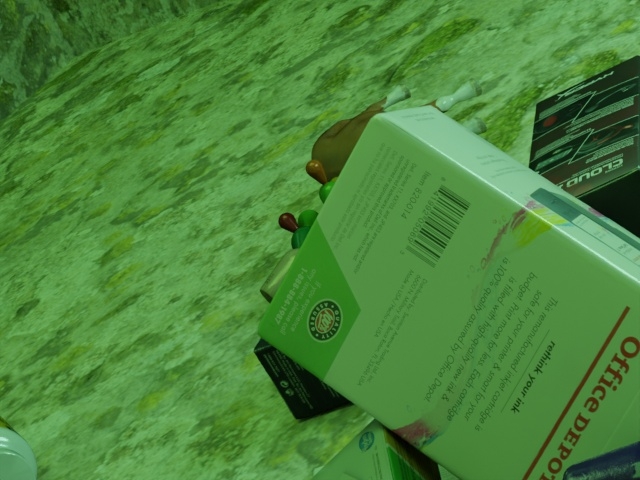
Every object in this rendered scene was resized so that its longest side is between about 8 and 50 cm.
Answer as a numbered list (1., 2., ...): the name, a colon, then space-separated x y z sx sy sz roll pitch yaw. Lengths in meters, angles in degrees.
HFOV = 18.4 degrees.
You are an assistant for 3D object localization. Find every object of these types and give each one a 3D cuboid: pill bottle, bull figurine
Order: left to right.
1. pill bottle: -0.368 0.245 2.153 0.103 0.103 0.184 -35 19 -14
2. bull figurine: 0.099 -0.116 2.413 0.188 0.101 0.310 -33 20 -21

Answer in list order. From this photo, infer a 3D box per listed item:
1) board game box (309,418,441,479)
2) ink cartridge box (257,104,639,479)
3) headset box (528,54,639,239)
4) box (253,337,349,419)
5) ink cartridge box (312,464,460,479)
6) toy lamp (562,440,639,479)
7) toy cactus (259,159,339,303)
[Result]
1. board game box: -0.036 0.296 1.438 0.316 0.064 0.242 -44 16 12
2. ink cartridge box: 0.155 0.076 1.478 0.207 0.353 0.119 -61 -20 18
3. headset box: 0.268 0.003 1.650 0.110 0.218 0.293 -25 19 19
4. box: 0.039 0.084 1.980 0.158 0.093 0.156 -21 20 27
5. ink cartridge box: 0.064 0.241 1.645 0.145 0.045 0.179 -23 38 18
6. toy lamp: 0.299 0.165 1.316 0.275 0.080 0.080 -7 26 23
7. toy cactus: 0.000 0.000 2.279 0.180 0.112 0.219 -46 30 -15
